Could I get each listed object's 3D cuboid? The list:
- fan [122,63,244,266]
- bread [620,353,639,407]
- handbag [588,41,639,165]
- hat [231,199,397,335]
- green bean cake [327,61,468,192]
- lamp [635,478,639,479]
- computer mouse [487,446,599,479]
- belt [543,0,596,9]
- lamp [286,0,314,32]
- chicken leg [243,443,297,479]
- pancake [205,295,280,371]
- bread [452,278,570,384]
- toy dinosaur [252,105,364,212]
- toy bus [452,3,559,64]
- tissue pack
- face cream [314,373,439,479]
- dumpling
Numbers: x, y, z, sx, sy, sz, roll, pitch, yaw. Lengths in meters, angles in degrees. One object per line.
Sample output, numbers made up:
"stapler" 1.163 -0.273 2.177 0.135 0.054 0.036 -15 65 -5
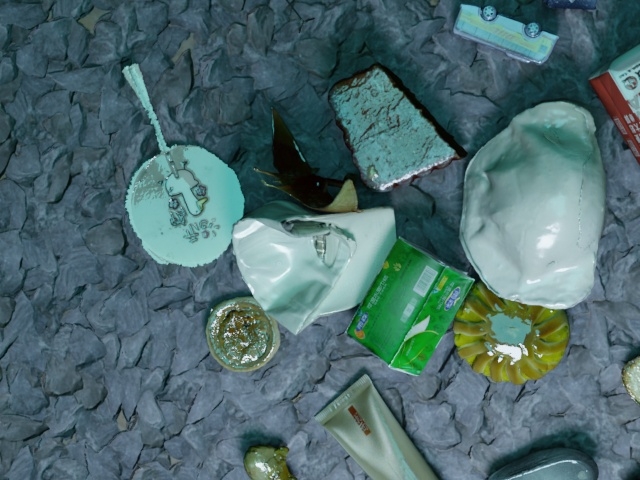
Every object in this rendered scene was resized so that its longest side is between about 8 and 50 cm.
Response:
"fan" -0.290 -0.149 2.014 0.233 0.012 0.414 -19 91 6
"bread" 0.622 0.258 1.899 0.126 0.044 0.129 -37 84 -1
"handbag" 0.630 -0.217 1.837 0.171 0.151 0.298 -32 91 1
"hat" -0.001 0.005 1.924 0.301 0.168 0.257 -17 128 -15
"green bean cake" 0.134 -0.215 1.921 0.199 0.097 0.232 -27 88 7
"lamp" 0.597 0.494 1.861 0.136 0.136 0.136 0 91 7
"computer mouse" 0.404 0.448 1.916 0.229 0.068 0.113 -26 101 17
"belt" 0.442 -0.523 1.868 0.128 0.122 0.218 2 85 8
"lamp" -0.061 -0.454 1.961 0.041 0.054 0.121 -37 86 6
"chicken leg" -0.071 0.453 1.976 0.093 0.070 0.178 -40 93 0
"pancake" -0.152 0.180 1.998 0.152 0.025 0.151 0 93 7
"bread" 0.348 0.168 1.900 0.213 0.105 0.213 0 94 6
"toy dinosaur" -0.014 -0.129 1.841 0.207 0.327 0.113 13 110 -2
"toy bus" 0.340 -0.382 1.911 0.190 0.064 0.075 23 99 6
"tissue pack" 0.178 0.127 1.906 0.148 0.156 0.209 33 97 45
"face cream" 0.143 0.424 1.946 0.137 0.084 0.341 -43 79 15
"dumpling" 0.379 -0.068 1.860 0.260 0.181 0.341 1 110 16
